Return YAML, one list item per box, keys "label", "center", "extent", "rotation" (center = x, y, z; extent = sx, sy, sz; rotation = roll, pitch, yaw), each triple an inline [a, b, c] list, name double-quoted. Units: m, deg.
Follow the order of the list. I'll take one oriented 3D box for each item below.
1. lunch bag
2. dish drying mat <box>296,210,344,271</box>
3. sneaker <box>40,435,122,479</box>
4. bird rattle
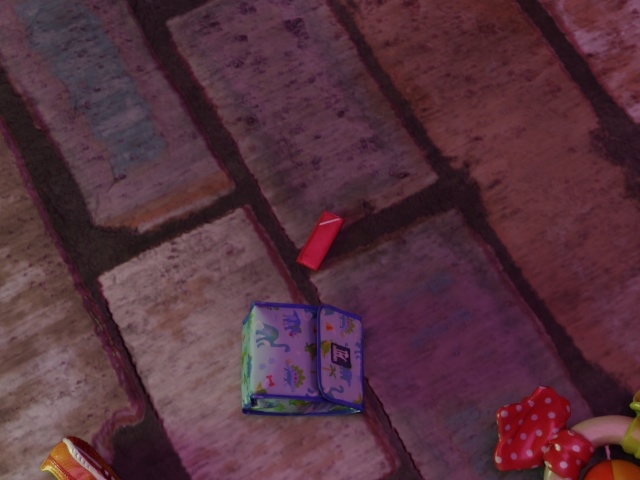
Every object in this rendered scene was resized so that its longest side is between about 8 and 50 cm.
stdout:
- label: "lunch bag"
  center: [-0.019, 0.149, 1.295]
  extent: [0.151, 0.096, 0.128]
  rotation: [6, 65, -14]
- label: "dish drying mat"
  center: [0.000, 0.000, 1.395]
  extent: [0.032, 0.008, 0.083]
  rotation: [26, 70, 8]
- label: "sneaker"
  center: [-0.262, 0.313, 1.245]
  extent: [0.175, 0.064, 0.067]
  rotation: [43, 93, 20]
- label: "bird rattle"
  center: [0.335, 0.266, 1.224]
  extent: [0.254, 0.143, 0.206]
  rotation: [-6, 69, 0]
